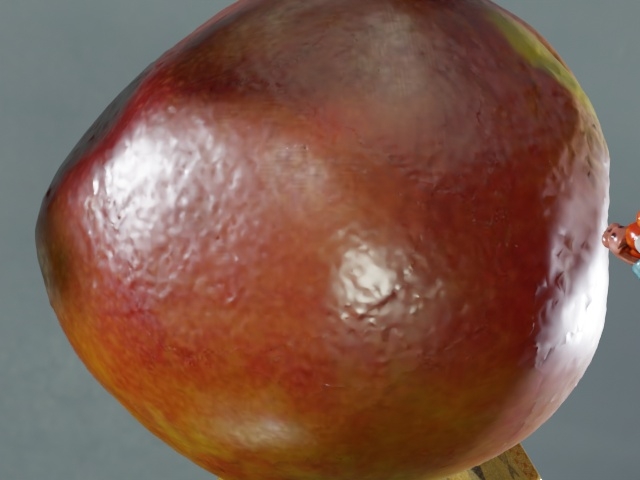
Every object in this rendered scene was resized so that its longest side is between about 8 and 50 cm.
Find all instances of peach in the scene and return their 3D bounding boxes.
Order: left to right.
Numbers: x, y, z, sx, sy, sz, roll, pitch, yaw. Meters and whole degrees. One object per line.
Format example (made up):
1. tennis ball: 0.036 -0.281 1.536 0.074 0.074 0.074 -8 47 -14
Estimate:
1. peach: 0.000 0.000 1.124 0.332 0.308 0.308 -2 180 10

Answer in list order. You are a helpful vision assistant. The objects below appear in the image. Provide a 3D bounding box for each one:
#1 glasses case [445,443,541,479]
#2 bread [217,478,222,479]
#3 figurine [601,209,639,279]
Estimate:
1. glasses case: 0.086 0.116 1.414 0.064 0.170 0.041 -19 165 -45
2. bread: 0.025 0.316 1.866 0.148 0.195 0.344 7 -178 -42
3. figurine: 0.179 -0.018 0.889 0.075 0.068 0.140 52 159 17
